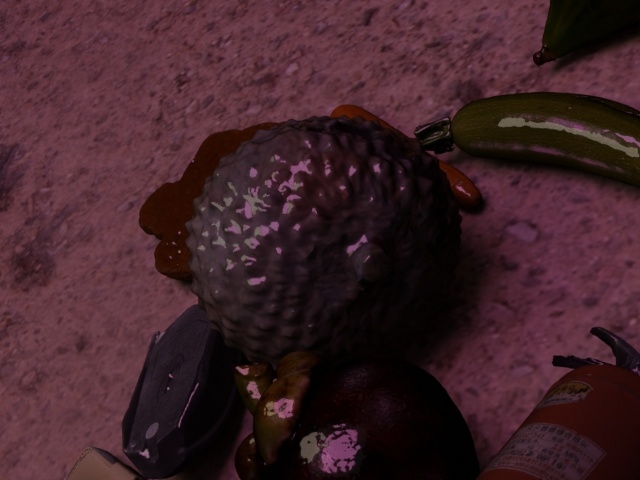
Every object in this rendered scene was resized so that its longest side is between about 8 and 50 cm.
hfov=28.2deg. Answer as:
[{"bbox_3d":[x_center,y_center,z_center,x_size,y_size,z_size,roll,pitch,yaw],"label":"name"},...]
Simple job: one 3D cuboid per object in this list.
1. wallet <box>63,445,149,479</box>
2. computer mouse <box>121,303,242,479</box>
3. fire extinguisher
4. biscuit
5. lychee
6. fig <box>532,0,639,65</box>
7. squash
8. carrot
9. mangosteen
[{"bbox_3d":[-0.213,0.280,1.281,0.155,0.039,0.110,24,79,47],"label":"wallet"},{"bbox_3d":[-0.129,0.147,1.297,0.126,0.071,0.231,-32,32,35],"label":"computer mouse"},{"bbox_3d":[0.199,0.203,0.915,0.200,0.113,0.376,36,46,14],"label":"fire extinguisher"},{"bbox_3d":[-0.089,-0.037,1.426,0.290,0.041,0.208,-5,55,37],"label":"biscuit"},{"bbox_3d":[0.000,0.000,1.174,0.255,0.255,0.274,-46,22,0],"label":"lychee"},{"bbox_3d":[0.275,-0.247,1.268,0.177,0.117,0.117,-50,37,28],"label":"fig"},{"bbox_3d":[0.230,-0.099,1.199,0.318,0.071,0.080,15,49,41],"label":"squash"},{"bbox_3d":[0.086,-0.089,1.331,0.043,0.043,0.248,-49,44,-4],"label":"carrot"},{"bbox_3d":[0.016,0.174,1.044,0.231,0.194,0.194,26,73,7],"label":"mangosteen"}]
